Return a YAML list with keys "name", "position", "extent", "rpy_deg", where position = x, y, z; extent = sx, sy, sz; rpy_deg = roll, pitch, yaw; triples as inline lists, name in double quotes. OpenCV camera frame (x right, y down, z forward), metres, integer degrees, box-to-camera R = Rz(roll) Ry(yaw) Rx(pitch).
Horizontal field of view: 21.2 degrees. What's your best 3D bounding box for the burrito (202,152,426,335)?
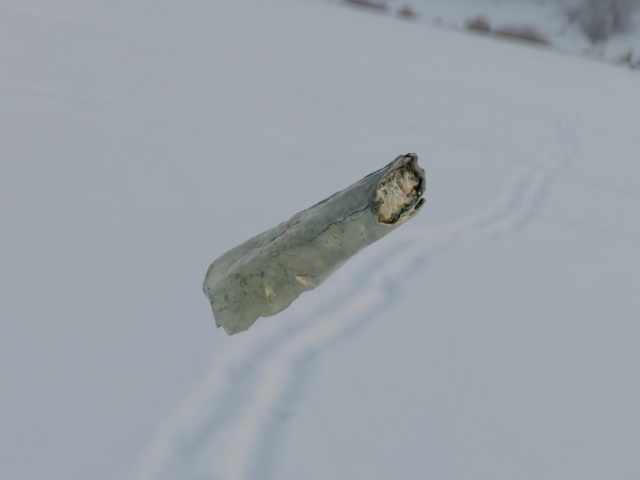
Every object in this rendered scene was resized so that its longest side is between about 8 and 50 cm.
- name: "burrito"
  position: [0.000, 0.000, 0.950]
  extent: [0.149, 0.041, 0.055]
  rpy_deg: [-32, 20, -5]
